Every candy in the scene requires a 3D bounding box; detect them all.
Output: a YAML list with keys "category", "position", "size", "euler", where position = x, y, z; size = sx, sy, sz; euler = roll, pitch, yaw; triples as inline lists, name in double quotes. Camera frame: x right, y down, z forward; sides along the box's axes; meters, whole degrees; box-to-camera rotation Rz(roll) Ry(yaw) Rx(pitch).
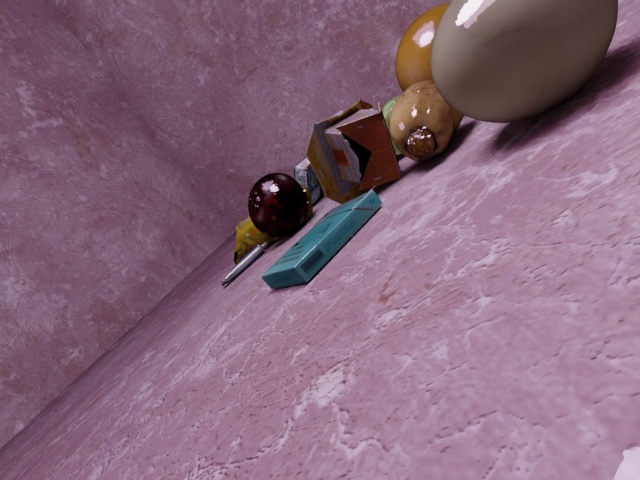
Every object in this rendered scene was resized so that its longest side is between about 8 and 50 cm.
- category: "candy"
  position: [0.226, -0.335, 1.209]
  size: [0.142, 0.132, 0.343]
  euler: [-29, 13, 20]

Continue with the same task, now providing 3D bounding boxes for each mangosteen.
- category: "mangosteen"
  position: [-0.123, -0.107, 1.291]
  size: [0.209, 0.210, 0.210]
  euler: [-37, 11, 8]

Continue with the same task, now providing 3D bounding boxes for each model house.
- category: "model house"
  position: [0.101, -0.179, 0.920]
  size: [0.207, 0.219, 0.136]
  euler: [-34, 28, -19]

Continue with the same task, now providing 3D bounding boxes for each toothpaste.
- category: "toothpaste"
  position: [-0.239, 0.072, 1.334]
  size: [0.197, 0.035, 0.057]
  euler: [-44, -4, -20]

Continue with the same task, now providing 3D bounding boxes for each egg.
- category: "egg"
  position: [0.331, -0.463, 1.064]
  size: [0.322, 0.250, 0.250]
  euler: [-42, 11, -36]
- category: "egg"
  position: [0.283, -0.285, 0.597]
  size: [0.269, 0.219, 0.219]
  euler: [-44, 11, -7]

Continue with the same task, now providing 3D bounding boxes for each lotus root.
- category: "lotus root"
  position: [0.219, -0.251, 0.863]
  size: [0.154, 0.140, 0.257]
  euler: [-25, 23, 31]

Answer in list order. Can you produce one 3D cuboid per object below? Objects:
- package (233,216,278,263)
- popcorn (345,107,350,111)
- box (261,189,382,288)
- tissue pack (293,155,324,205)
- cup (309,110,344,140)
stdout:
- category: "package"
  position: [-0.217, -0.029, 1.442]
  size: [0.226, 0.090, 0.168]
  euler: [-30, 48, 30]
- category: "popcorn"
  position: [0.177, -0.405, 1.530]
  size: [0.140, 0.194, 0.163]
  euler: [-37, 35, -5]
- category: "box"
  position: [0.000, -0.001, 0.814]
  size: [0.229, 0.041, 0.162]
  euler: [-45, 12, -27]
- category: "tissue pack"
  position: [-0.009, -0.245, 1.533]
  size: [0.073, 0.174, 0.235]
  euler: [18, 46, 24]
- category: "cup"
  position: [0.095, -0.325, 1.405]
  size: [0.221, 0.202, 0.167]
  euler: [-31, 16, 34]
